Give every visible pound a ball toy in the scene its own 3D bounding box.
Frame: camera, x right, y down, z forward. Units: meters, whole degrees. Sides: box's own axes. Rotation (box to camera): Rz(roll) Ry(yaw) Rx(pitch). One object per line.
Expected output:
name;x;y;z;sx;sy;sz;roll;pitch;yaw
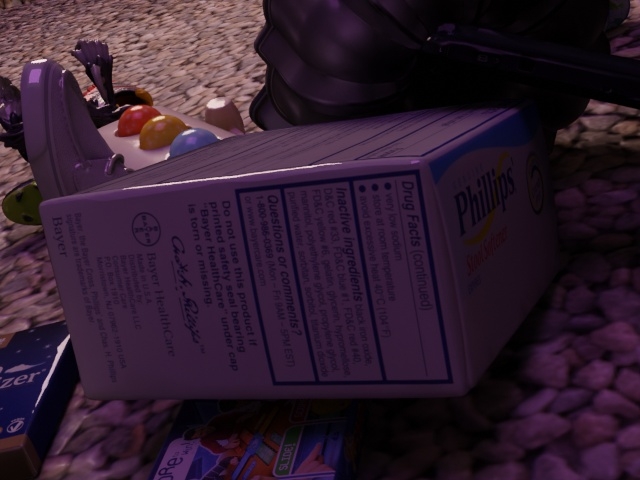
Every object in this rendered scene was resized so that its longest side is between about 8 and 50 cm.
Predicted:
pound a ball toy;-0.126;-0.091;1.095;0.208;0.136;0.319;-28;27;-20

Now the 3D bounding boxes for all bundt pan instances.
bundt pan;0.115;-0.166;0.906;0.330;0.331;0.124;-19;42;-3

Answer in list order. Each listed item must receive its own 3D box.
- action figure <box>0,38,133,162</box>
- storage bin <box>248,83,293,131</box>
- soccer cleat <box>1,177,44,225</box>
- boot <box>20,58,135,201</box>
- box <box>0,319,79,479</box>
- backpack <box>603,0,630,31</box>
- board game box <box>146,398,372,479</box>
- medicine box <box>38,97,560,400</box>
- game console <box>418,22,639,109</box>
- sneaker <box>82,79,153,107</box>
action figure;-0.320;-0.160;1.241;0.164;0.141;0.275;-20;-1;-13
storage bin;0.007;-0.116;1.060;0.098;0.135;0.091;-50;32;18
soccer cleat;-0.310;-0.063;1.260;0.178;0.060;0.072;-23;15;-25
boot;-0.170;-0.040;0.887;0.123;0.258;0.095;-10;14;8
box;-0.277;0.129;0.865;0.136;0.037;0.225;-14;24;9
backpack;0.325;-0.299;1.264;0.114;0.105;0.084;-9;49;16
board game box;-0.042;0.145;0.677;0.136;0.035;0.201;-10;26;16
medicine box;0.000;0.000;0.742;0.289;0.149;0.263;-4;13;27
game console;0.255;-0.105;0.753;0.361;0.044;0.213;16;8;16
sneaker;-0.329;-0.169;1.443;0.092;0.088;0.225;9;38;34
